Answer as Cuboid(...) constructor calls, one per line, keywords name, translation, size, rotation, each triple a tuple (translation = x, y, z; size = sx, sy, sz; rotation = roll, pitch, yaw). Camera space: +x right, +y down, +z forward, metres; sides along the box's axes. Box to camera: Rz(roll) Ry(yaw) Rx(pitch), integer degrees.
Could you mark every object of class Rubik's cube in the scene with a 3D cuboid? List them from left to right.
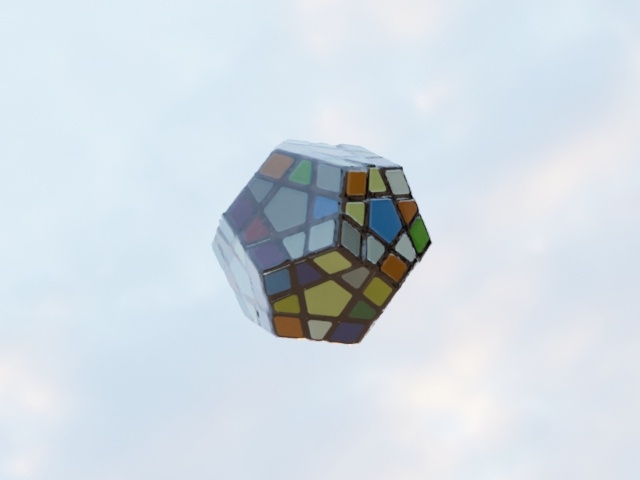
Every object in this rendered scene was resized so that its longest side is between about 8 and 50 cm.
Cuboid(name="Rubik's cube", translation=(0.000, 0.000, 1.195), size=(0.133, 0.133, 0.112), rotation=(-8, -6, -44))
